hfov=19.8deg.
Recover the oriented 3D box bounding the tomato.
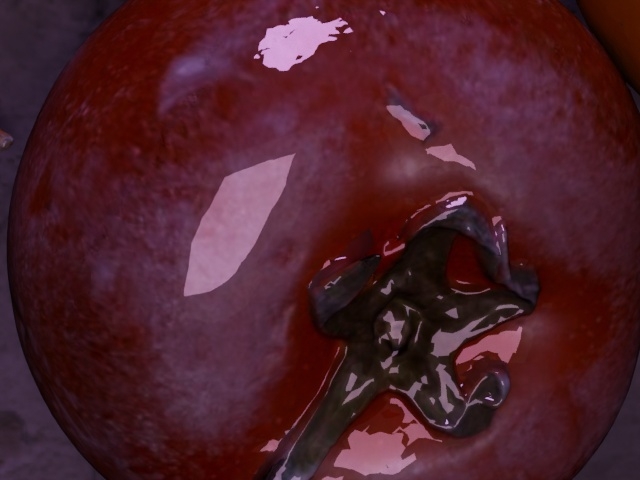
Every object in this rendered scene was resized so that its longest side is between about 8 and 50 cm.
[{"bbox_3d":[0.000,0.000,0.766,0.270,0.227,0.270,-8,114,-17],"label":"tomato"}]

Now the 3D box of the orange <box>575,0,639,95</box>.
[{"bbox_3d":[0.217,-0.147,0.742,0.246,0.246,0.246,-2,107,-6],"label":"orange"}]

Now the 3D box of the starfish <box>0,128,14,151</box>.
[{"bbox_3d":[-0.132,-0.167,0.796,0.138,0.050,0.247,-14,115,-3],"label":"starfish"}]
